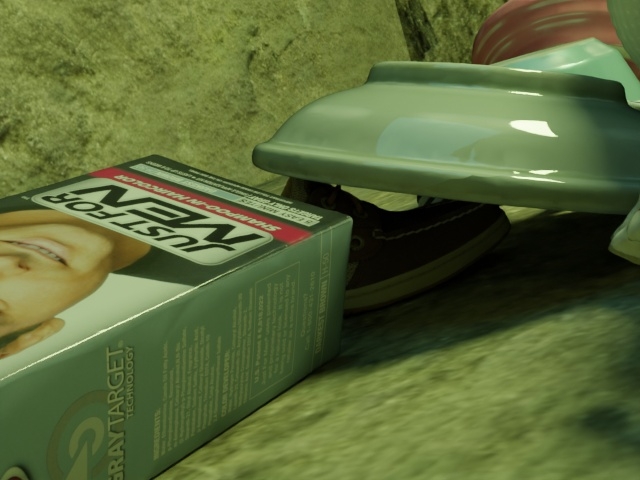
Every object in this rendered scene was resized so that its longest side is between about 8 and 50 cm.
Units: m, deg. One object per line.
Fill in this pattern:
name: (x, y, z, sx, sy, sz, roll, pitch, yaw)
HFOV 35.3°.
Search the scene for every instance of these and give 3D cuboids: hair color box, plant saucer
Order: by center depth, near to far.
hair color box: (-0.160, 0.057, 0.599, 0.185, 0.113, 0.374, 18, 26, 30)
plant saucer: (0.145, -0.093, 0.857, 0.401, 0.100, 0.400, 5, 8, -1)
plant saucer: (0.386, -0.244, 1.468, 0.332, 0.084, 0.332, 7, -25, 3)

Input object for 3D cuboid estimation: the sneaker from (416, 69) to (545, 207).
sneaker: (0.198, -0.105, 1.112, 0.098, 0.083, 0.223, -13, -27, -46)

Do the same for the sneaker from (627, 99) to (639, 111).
sneaker: (0.342, -0.109, 1.114, 0.258, 0.094, 0.091, -9, 2, -28)

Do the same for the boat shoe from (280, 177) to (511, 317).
boat shoe: (0.000, 0.000, 0.869, 0.342, 0.123, 0.123, -18, 8, -11)

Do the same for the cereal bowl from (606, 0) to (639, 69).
cereal bowl: (0.388, -0.188, 0.750, 0.339, 0.141, 0.339, 1, -24, 0)

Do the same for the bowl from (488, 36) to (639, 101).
bowl: (0.285, -0.160, 1.299, 0.312, 0.163, 0.311, -15, 9, 2)

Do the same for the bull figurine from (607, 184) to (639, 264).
bull figurine: (0.242, -0.069, 0.577, 0.101, 0.188, 0.310, 24, 9, 19)
